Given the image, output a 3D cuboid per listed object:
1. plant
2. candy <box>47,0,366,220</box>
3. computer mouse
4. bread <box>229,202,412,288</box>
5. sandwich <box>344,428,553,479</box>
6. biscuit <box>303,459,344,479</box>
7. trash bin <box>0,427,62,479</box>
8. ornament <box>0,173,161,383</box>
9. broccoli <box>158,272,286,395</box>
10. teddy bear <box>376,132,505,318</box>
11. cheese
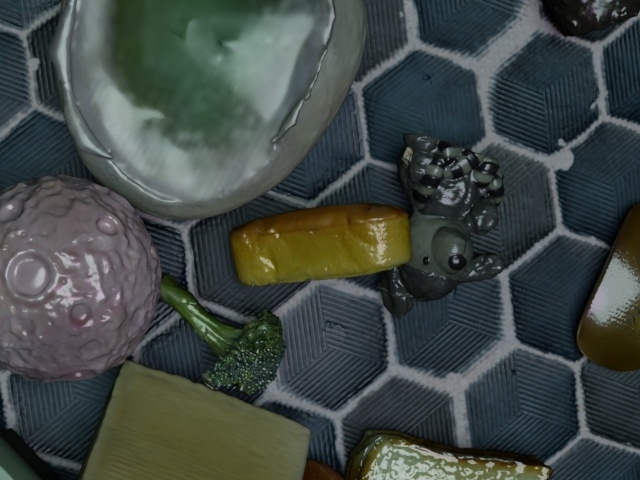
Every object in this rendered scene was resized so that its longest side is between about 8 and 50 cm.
[{"bbox_3d":[0.354,-0.381,1.620,0.132,0.129,0.194,-20,97,-7],"label":"plant"},{"bbox_3d":[-0.151,-0.235,1.518,0.386,0.186,0.426,20,89,0],"label":"candy"},{"bbox_3d":[0.449,0.065,1.681,0.126,0.056,0.245,26,86,-9],"label":"computer mouse"},{"bbox_3d":[0.000,0.000,1.558,0.246,0.102,0.094,-7,98,20],"label":"bread"},{"bbox_3d":[0.149,0.419,1.621,0.271,0.099,0.301,13,90,-1],"label":"sandwich"},{"bbox_3d":[-0.010,0.405,1.586,0.036,0.186,0.192,17,115,-40],"label":"biscuit"},{"bbox_3d":[-0.365,0.436,1.519,0.223,0.158,0.343,-42,91,-6],"label":"trash bin"},{"bbox_3d":[-0.313,0.046,1.468,0.225,0.259,0.259,-3,91,-19],"label":"ornament"},{"bbox_3d":[-0.137,0.116,1.576,0.204,0.118,0.122,36,92,5],"label":"broccoli"},{"bbox_3d":[0.180,-0.015,1.597,0.171,0.144,0.251,0,94,-21],"label":"teddy bear"},{"bbox_3d":[-0.165,0.301,1.501,0.266,0.124,0.242,23,44,-9],"label":"cheese"}]
